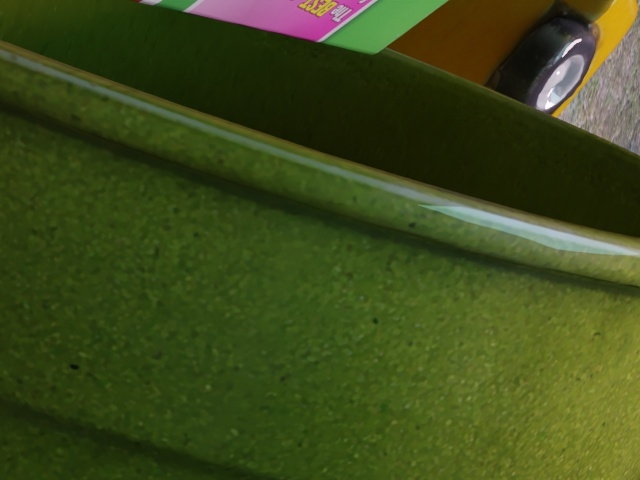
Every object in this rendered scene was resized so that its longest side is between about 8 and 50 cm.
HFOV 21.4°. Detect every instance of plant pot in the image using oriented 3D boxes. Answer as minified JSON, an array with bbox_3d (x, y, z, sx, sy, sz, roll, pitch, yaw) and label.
[{"bbox_3d":[-0.095,0.097,0.533,0.366,0.366,0.353,-12,123,-70],"label":"plant pot"}]

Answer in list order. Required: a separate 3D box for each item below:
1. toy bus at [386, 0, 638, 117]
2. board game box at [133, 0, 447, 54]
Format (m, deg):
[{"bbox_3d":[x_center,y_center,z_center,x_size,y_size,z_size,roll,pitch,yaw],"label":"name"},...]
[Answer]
[{"bbox_3d":[0.000,0.000,0.755,0.333,0.108,0.130,-49,157,-2],"label":"toy bus"},{"bbox_3d":[-0.090,-0.180,0.460,0.316,0.064,0.242,2,56,-61],"label":"board game box"}]
